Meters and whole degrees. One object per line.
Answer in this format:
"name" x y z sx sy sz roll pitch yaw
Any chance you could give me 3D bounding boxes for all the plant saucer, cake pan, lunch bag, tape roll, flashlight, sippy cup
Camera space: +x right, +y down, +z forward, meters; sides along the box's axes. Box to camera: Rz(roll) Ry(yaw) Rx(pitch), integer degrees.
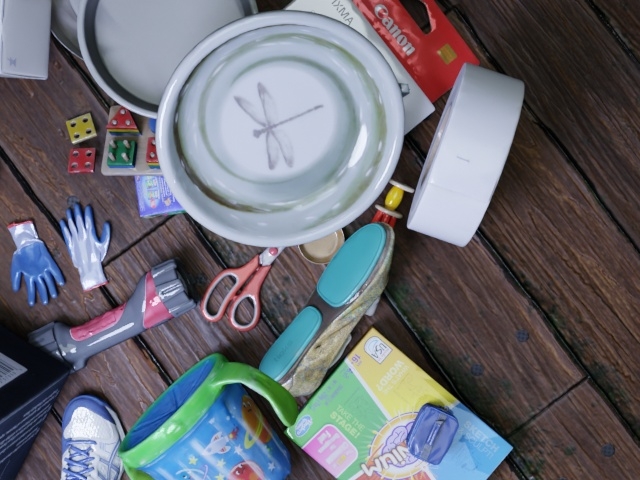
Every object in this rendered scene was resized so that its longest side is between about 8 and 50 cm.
"plant saucer" 0.000 0.000 1.507 0.083 0.015 0.084 0 92 -9
"cake pan" -0.246 -0.345 1.399 0.293 0.054 0.293 -1 97 -7
"lunch bag" 0.187 0.318 1.411 0.067 0.065 0.099 24 90 2
"tape roll" 0.230 -0.137 1.374 0.100 0.286 0.286 20 90 2
"plant saucer" -0.066 -0.184 1.384 0.400 0.101 0.401 -6 121 -10
"flashlight" -0.364 0.133 1.484 0.304 0.103 0.103 -24 126 5
"sippy cup" -0.176 0.346 1.419 0.224 0.305 0.240 48 62 -9

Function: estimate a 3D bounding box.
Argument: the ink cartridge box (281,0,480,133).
"ink cartridge box" 0.098 -0.336 1.461 0.261 0.066 0.296 -40 101 2

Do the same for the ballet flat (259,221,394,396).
"ballet flat" 0.031 0.125 1.463 0.123 0.123 0.349 37 94 2

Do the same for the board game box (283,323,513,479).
"board game box" 0.133 0.339 1.478 0.316 0.064 0.242 40 90 2

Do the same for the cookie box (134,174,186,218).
"cookie box" -0.268 -0.092 1.508 0.107 0.040 0.092 -9 87 2

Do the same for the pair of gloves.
"pair of gloves" -0.464 0.025 1.522 0.198 0.023 0.159 -16 89 2

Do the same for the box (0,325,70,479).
"box" -0.622 0.354 1.351 0.212 0.293 0.396 30 102 3

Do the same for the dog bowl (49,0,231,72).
"dog bowl" -0.312 -0.455 1.486 0.348 0.102 0.349 0 90 1

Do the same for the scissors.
"scissors" -0.103 0.026 1.512 0.109 0.021 0.297 31 91 2

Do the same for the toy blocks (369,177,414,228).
"toy blocks" 0.079 -0.048 1.491 0.123 0.054 0.148 26 100 8

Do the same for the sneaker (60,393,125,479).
"sneaker" -0.397 0.416 1.461 0.111 0.131 0.297 -6 87 3

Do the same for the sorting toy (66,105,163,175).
"sorting toy" -0.323 -0.182 1.487 0.274 0.046 0.132 1 71 6

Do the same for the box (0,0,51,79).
"box" -0.617 -0.353 1.432 0.311 0.121 0.148 9 97 20
